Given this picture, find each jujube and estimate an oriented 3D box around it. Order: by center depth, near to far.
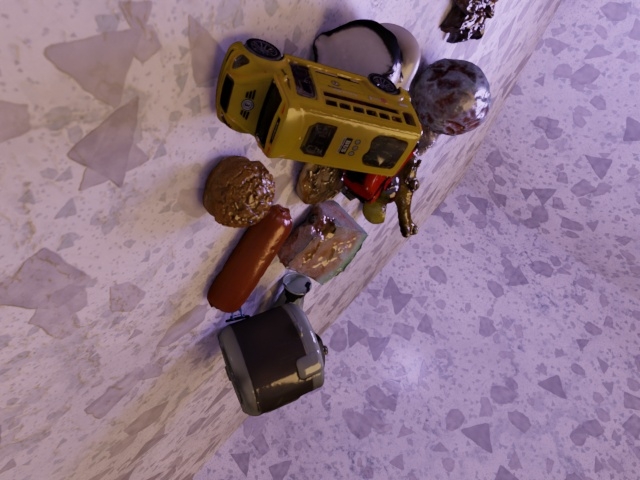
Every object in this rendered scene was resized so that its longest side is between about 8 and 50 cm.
[{"bbox_3d":[0.421,-0.455,1.311,0.308,0.247,0.215,1,109,-52],"label":"jujube"}]

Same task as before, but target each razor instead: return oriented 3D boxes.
[{"bbox_3d":[-0.265,0.182,1.236,0.082,0.042,0.253,-11,148,-13],"label":"razor"}]

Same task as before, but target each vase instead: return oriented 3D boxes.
[{"bbox_3d":[-0.134,0.289,1.620,0.165,0.165,0.359,-33,151,-45],"label":"vase"}]

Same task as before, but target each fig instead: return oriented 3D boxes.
[{"bbox_3d":[0.236,-0.215,1.582,0.149,0.149,0.245,-52,-175,2],"label":"fig"}]

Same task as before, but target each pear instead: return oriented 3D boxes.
[{"bbox_3d":[0.231,-0.138,1.722,0.141,0.104,0.140,10,90,-88],"label":"pear"}]

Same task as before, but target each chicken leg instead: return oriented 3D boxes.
[{"bbox_3d":[0.330,-0.205,1.672,0.141,0.211,0.360,-7,128,-5],"label":"chicken leg"}]

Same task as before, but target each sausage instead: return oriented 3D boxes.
[{"bbox_3d":[-0.188,0.058,1.063,0.348,0.097,0.094,-56,-155,12],"label":"sausage"}]

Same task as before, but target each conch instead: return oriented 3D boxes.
[{"bbox_3d":[0.423,-0.421,1.565,0.155,0.130,0.206,-11,119,-69],"label":"conch"}]

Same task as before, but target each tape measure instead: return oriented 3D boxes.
[{"bbox_3d":[0.165,-0.232,1.096,0.253,0.114,0.260,-50,168,-1],"label":"tape measure"}]

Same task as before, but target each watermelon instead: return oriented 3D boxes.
[{"bbox_3d":[-0.005,-0.007,1.373,0.264,0.151,0.302,-50,146,8],"label":"watermelon"}]

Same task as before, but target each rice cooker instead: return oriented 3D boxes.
[{"bbox_3d":[-0.153,0.395,1.376,0.326,0.335,0.335,-19,150,-21],"label":"rice cooker"}]

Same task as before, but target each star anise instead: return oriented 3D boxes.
[{"bbox_3d":[0.465,-0.691,1.187,0.223,0.109,0.236,-61,159,16],"label":"star anise"}]

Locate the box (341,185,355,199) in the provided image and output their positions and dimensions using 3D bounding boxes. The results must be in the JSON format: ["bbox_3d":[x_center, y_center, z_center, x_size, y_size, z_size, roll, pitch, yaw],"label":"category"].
[{"bbox_3d":[0.100,-0.163,1.327,0.041,0.050,0.207,-48,-177,2],"label":"box"}]

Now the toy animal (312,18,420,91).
[{"bbox_3d":[0.109,-0.362,0.846,0.187,0.165,0.235,-44,170,37],"label":"toy animal"}]

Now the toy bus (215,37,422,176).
[{"bbox_3d":[-0.002,-0.210,0.682,0.332,0.151,0.145,4,141,-24],"label":"toy bus"}]

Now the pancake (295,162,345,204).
[{"bbox_3d":[0.072,-0.262,1.116,0.382,0.071,0.382,-47,167,-14],"label":"pancake"}]

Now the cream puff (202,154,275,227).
[{"bbox_3d":[-0.157,-0.091,0.817,0.150,0.115,0.165,-47,164,0],"label":"cream puff"}]
